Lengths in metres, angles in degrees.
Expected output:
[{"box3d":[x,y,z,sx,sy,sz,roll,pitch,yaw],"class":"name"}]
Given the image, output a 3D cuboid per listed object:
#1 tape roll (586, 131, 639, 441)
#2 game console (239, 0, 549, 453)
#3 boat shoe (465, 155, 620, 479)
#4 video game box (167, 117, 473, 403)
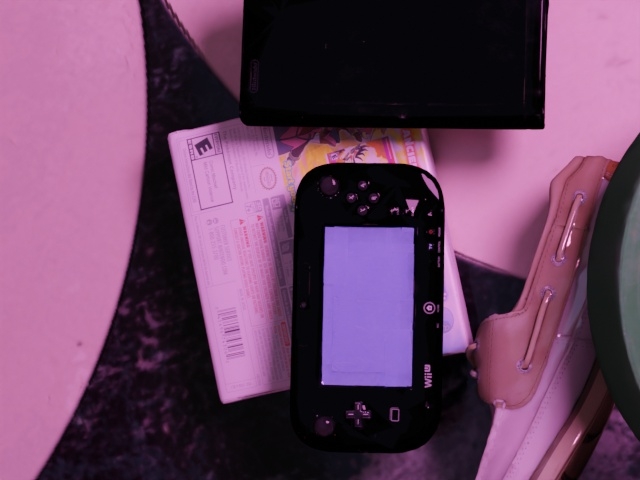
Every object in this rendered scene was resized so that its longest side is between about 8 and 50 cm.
[{"box3d":[0.334,0.030,1.013,0.321,0.077,0.321,0,88,-6],"class":"tape roll"},{"box3d":[0.049,-0.034,1.105,0.213,0.044,0.361,1,87,11],"class":"game console"},{"box3d":[0.155,0.086,1.094,0.103,0.113,0.302,27,85,17],"class":"boat shoe"},{"box3d":[0.000,0.000,1.159,0.187,0.048,0.205,-13,84,13],"class":"video game box"}]
